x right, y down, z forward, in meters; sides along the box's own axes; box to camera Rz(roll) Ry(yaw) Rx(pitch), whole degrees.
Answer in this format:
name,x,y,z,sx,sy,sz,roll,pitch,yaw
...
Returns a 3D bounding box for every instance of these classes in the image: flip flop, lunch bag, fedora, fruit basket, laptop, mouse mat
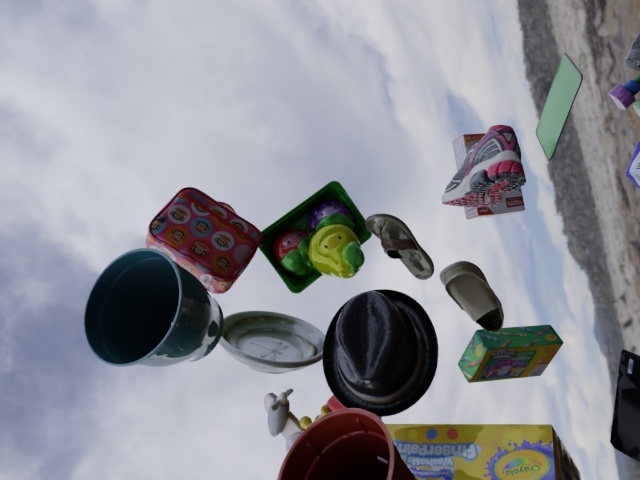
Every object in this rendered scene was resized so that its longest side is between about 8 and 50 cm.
name,x,y,z,sx,sy,sz,roll,pitch,yaw
flip flop,0.247,0.026,1.628,0.277,0.112,0.080,49,-134,-7
lunch bag,-0.325,-0.014,1.508,0.293,0.120,0.258,33,-129,-2
fedora,0.126,0.247,1.266,0.152,0.334,0.334,56,-145,-51
fruit basket,0.000,0.000,1.743,0.283,0.392,0.392,55,-146,-7
laptop,0.753,0.357,1.032,0.136,0.264,0.234,-58,-32,-73
mouse mat,0.498,-0.281,1.094,0.152,0.007,0.190,-78,-6,-52

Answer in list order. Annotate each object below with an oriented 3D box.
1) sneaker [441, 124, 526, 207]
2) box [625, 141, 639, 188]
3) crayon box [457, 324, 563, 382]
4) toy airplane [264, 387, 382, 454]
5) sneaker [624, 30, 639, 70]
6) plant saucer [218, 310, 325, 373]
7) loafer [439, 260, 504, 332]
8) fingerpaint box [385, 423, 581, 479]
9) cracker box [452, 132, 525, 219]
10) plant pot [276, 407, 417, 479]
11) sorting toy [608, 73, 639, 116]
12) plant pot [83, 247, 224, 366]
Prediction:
name,x,y,z,sx,sy,sz,roll,pitch,yaw
sneaker,0.343,-0.139,1.094,0.299,0.121,0.112,123,149,-77
box,0.978,-0.230,1.498,0.072,0.137,0.126,34,-105,-16
crayon box,0.590,0.353,1.619,0.081,0.278,0.165,-111,27,-48
toy airplane,-0.019,0.616,1.515,0.272,0.386,0.384,26,-126,-52
sneaker,0.788,-0.410,1.112,0.087,0.227,0.130,-37,-33,-83
plant saucer,-0.174,0.369,1.812,0.400,0.400,0.100,-14,-61,-60
loafer,0.403,0.148,1.331,0.268,0.102,0.092,39,-158,-33
fingerpaint box,0.423,0.621,1.372,0.371,0.445,0.163,49,-139,-39
cracker box,0.473,-0.183,1.460,0.155,0.067,0.232,-7,-95,-17
plant pot,0.094,0.536,1.063,0.265,0.272,0.272,52,-141,-28
sorting toy,0.889,-0.332,1.285,0.127,0.126,0.365,31,-158,-34
plant pot,-0.375,0.187,1.266,0.255,0.271,0.272,42,-135,-59
